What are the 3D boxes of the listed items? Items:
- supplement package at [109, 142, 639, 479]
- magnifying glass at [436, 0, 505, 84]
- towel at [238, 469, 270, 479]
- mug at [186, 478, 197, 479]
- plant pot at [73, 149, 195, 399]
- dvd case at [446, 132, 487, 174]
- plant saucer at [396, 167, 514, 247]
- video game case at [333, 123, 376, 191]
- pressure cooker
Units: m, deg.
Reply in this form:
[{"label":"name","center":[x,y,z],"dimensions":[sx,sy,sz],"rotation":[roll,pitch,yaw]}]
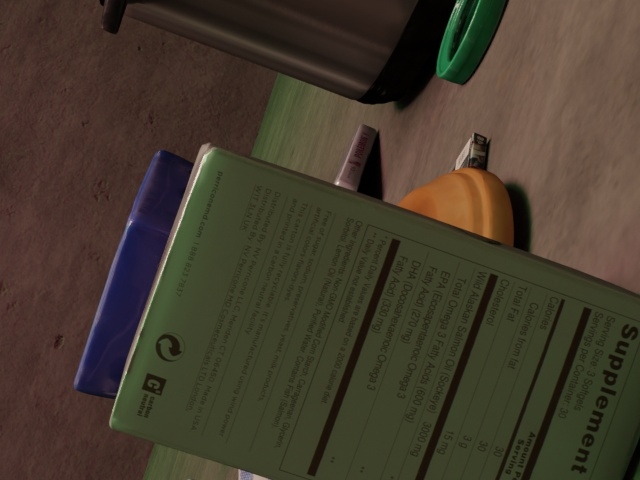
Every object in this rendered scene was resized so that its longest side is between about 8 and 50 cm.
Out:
[{"label":"supplement package","center":[0.023,0.040,0.459],"dimensions":[0.105,0.179,0.105],"rotation":[-144,74,-82]},{"label":"magnifying glass","center":[0.140,-0.221,0.878],"dimensions":[0.092,0.026,0.231],"rotation":[-86,15,-63]},{"label":"towel","center":[-0.014,0.186,0.691],"dimensions":[0.285,0.034,0.209],"rotation":[136,135,-72]},{"label":"mug","center":[-0.072,0.248,0.892],"dimensions":[0.158,0.097,0.129],"rotation":[-98,28,-74]},{"label":"plant pot","center":[-0.147,0.061,1.428],"dimensions":[0.236,0.212,0.236],"rotation":[-87,19,-67]},{"label":"dvd case","center":[0.080,0.000,0.770],"dimensions":[0.087,0.013,0.119],"rotation":[119,167,-48]},{"label":"plant saucer","center":[0.049,0.049,0.693],"dimensions":[0.200,0.037,0.200],"rotation":[-160,90,-77]},{"label":"video game case","center":[0.000,0.000,1.181],"dimensions":[0.183,0.023,0.201],"rotation":[-69,3,-67]},{"label":"pressure cooker","center":[-0.058,-0.358,1.097],"dimensions":[0.370,0.420,0.376],"rotation":[-97,28,-70]}]
